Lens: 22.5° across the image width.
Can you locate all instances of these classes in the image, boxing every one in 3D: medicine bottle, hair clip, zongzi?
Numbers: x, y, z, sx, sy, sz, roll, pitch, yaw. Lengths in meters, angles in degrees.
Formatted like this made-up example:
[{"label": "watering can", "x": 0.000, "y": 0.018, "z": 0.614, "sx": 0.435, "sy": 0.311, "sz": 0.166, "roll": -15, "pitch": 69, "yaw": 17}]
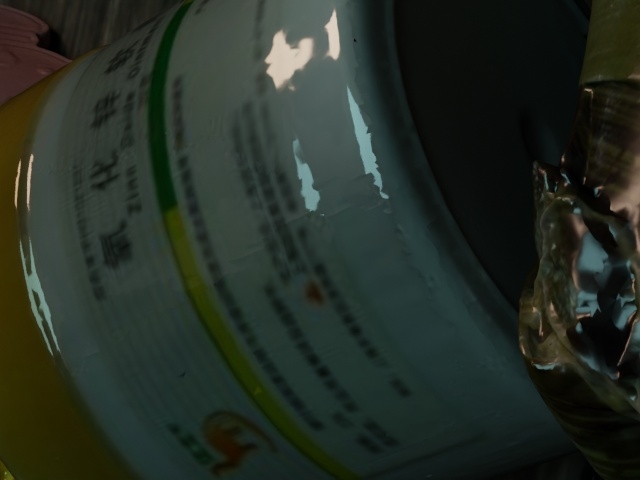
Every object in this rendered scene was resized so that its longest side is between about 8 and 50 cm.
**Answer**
[{"label": "medicine bottle", "x": 0.000, "y": 0.000, "z": 0.678, "sx": 0.232, "sy": 0.238, "sz": 0.238, "roll": -26, "pitch": 67, "yaw": 34}, {"label": "hair clip", "x": -0.193, "y": -0.102, "z": 0.948, "sx": 0.102, "sy": 0.123, "sz": 0.138, "roll": -44, "pitch": 59, "yaw": 50}, {"label": "zongzi", "x": 0.127, "y": -0.065, "z": 0.616, "sx": 0.289, "sy": 0.154, "sz": 0.317, "roll": -47, "pitch": 36, "yaw": -13}]

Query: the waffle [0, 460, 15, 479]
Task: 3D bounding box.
[{"label": "waffle", "x": -0.223, "y": 0.155, "z": 0.891, "sx": 0.283, "sy": 0.065, "sz": 0.309, "roll": 25, "pitch": 85, "yaw": 53}]
